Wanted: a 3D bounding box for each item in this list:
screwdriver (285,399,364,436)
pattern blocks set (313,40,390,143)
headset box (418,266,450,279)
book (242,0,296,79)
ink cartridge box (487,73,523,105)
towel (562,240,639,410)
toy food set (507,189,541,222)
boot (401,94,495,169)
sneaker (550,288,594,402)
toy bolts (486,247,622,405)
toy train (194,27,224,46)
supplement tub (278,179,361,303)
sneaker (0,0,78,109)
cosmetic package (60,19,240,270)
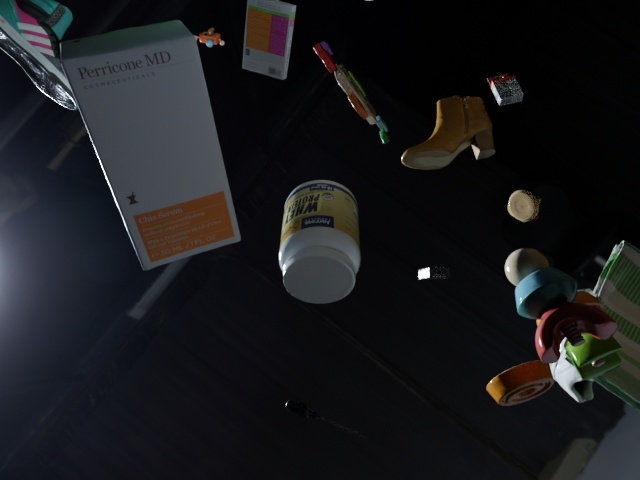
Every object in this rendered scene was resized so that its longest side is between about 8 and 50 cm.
[{"bbox_3d":[0.007,0.342,0.905,0.024,0.170,0.025,-38,-43,-50],"label":"screwdriver"},{"bbox_3d":[0.095,-0.414,1.342,0.026,0.325,0.285,-33,16,20],"label":"pattern blocks set"},{"bbox_3d":[0.318,0.092,1.336,0.083,0.062,0.032,150,120,-75],"label":"headset box"},{"bbox_3d":[-0.106,-0.415,0.980,0.035,0.096,0.144,-56,-17,-55],"label":"book"},{"bbox_3d":[0.512,-0.429,1.327,0.029,0.063,0.115,70,-171,-58],"label":"ink cartridge box"},{"bbox_3d":[0.649,0.174,0.946,0.325,0.248,0.038,-48,-16,-26],"label":"towel"},{"bbox_3d":[0.505,-0.085,1.185,0.020,0.082,0.083,-19,-48,-32],"label":"toy food set"},{"bbox_3d":[0.373,-0.336,1.457,0.104,0.295,0.211,89,173,-66],"label":"boot"},{"bbox_3d":[0.600,0.240,1.091,0.129,0.111,0.297,-109,6,-59],"label":"sneaker"},{"bbox_3d":[0.321,0.121,0.720,0.218,0.158,0.228,-27,-40,10],"label":"toy bolts"},{"bbox_3d":[-0.328,-0.513,1.221,0.166,0.125,0.046,-65,-13,-45],"label":"toy train"},{"bbox_3d":[0.000,0.000,1.375,0.316,0.228,0.228,-89,22,-46],"label":"supplement tub"},{"bbox_3d":[-0.658,-0.480,1.166,0.124,0.295,0.178,-8,40,48],"label":"sneaker"},{"bbox_3d":[-0.329,-0.183,0.985,0.230,0.161,0.453,-19,-52,-16],"label":"cosmetic package"}]
